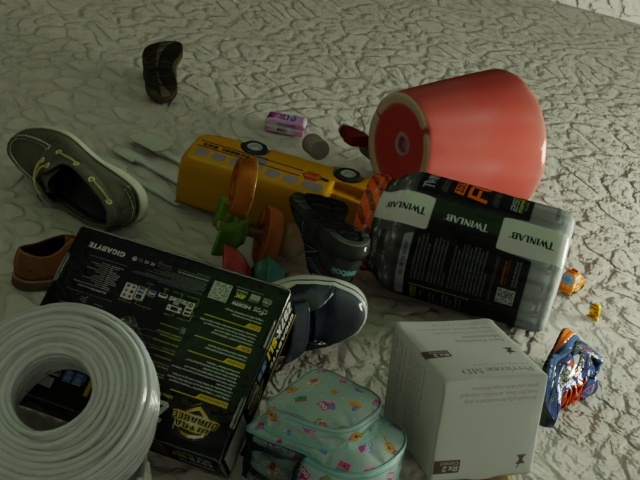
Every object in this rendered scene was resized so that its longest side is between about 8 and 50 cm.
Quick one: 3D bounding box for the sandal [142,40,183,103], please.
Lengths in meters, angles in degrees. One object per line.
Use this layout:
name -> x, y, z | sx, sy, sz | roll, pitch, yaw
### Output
sandal -> -0.340, -0.359, 2.539 | 0.090, 0.060, 0.219 | -2, 46, -8

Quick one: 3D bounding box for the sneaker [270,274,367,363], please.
sneaker -> -0.086, 0.129, 1.704 | 0.321, 0.126, 0.127 | -2, 28, -4

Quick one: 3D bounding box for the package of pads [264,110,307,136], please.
package of pads -> -0.072, -0.242, 2.433 | 0.083, 0.032, 0.050 | 11, 27, 3

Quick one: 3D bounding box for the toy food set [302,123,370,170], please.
toy food set -> 0.042, -0.161, 2.257 | 0.232, 0.111, 0.104 | -2, 20, -18

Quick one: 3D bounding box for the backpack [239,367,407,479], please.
backpack -> 0.015, 0.260, 1.490 | 0.188, 0.144, 0.166 | 28, 29, 23

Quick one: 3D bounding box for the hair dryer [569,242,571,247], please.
hair dryer -> 0.309, -0.018, 2.112 | 0.293, 0.080, 0.224 | 11, 29, 2

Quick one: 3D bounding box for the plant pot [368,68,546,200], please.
plant pot -> 0.240, -0.180, 2.166 | 0.243, 0.275, 0.275 | -5, 33, -32

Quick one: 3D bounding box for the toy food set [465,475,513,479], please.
toy food set -> 0.215, 0.321, 1.562 | 0.082, 0.020, 0.083 | 14, 30, 7

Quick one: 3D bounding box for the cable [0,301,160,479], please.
cable -> -0.327, 0.201, 1.444 | 0.257, 0.089, 0.257 | 1, 62, 4

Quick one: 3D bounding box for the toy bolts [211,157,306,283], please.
toy bolts -> -0.080, 0.002, 1.871 | 0.158, 0.218, 0.229 | 12, 47, -13

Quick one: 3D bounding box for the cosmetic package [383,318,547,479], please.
cosmetic package -> 0.191, 0.211, 1.584 | 0.151, 0.152, 0.184 | -2, 21, -19

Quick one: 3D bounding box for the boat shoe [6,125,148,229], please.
boat shoe -> -0.438, -0.111, 2.024 | 0.305, 0.109, 0.091 | 29, 30, 23

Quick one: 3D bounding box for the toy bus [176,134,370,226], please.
toy bus -> -0.077, -0.087, 2.082 | 0.332, 0.108, 0.130 | 17, 32, 9

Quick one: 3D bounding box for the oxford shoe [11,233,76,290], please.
oxford shoe -> -0.380, 0.023, 1.847 | 0.212, 0.076, 0.076 | -12, 35, -35

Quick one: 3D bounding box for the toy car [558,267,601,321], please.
toy car -> 0.457, 0.087, 2.015 | 0.060, 0.041, 0.122 | -10, 35, -30

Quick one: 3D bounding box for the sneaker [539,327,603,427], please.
sneaker -> 0.371, 0.208, 1.747 | 0.087, 0.083, 0.221 | 26, 36, 12

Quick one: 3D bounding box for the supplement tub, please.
supplement tub -> 0.228, 0.010, 1.914 | 0.337, 0.207, 0.207 | 16, 30, 10

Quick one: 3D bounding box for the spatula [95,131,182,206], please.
spatula -> -0.305, -0.137, 2.198 | 0.242, 0.019, 0.168 | 27, 34, 28

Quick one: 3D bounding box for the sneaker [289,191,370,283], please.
sneaker -> 0.000, 0.000, 1.852 | 0.101, 0.106, 0.267 | 8, 19, -16

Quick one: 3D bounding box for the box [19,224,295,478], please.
box -> -0.226, 0.142, 1.566 | 0.321, 0.079, 0.257 | 16, 65, 12
